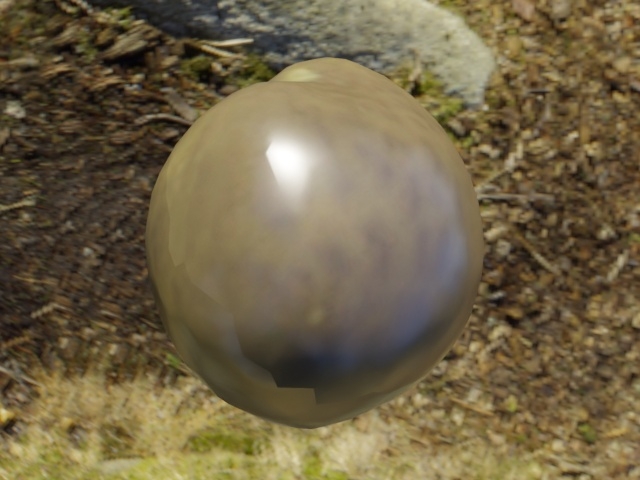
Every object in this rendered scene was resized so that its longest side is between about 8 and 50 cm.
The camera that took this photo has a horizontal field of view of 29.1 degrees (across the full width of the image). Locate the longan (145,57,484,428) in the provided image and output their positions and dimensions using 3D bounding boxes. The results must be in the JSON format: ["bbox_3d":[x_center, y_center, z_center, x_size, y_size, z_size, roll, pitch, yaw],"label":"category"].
[{"bbox_3d":[0.000,0.000,1.278,0.404,0.336,0.404,19,69,-61],"label":"longan"}]
